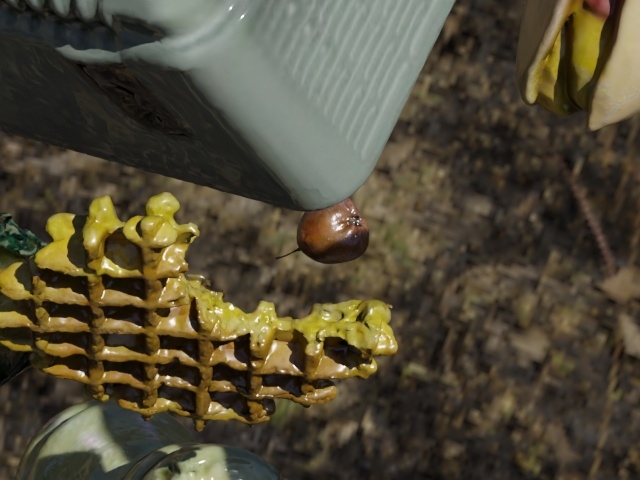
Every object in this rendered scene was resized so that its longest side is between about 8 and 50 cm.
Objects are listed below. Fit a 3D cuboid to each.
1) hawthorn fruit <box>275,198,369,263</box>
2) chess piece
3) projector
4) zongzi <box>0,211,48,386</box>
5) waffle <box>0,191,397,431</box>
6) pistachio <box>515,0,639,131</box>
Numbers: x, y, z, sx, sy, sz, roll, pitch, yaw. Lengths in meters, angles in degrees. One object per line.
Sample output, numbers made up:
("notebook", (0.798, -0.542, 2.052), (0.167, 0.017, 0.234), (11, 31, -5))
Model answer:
("hawthorn fruit", (0.000, 0.000, 1.659), (0.067, 0.103, 0.066), (26, 48, -33))
("chess piece", (-0.174, 0.288, 1.816), (0.234, 0.234, 0.442), (1, -3, -22))
("projector", (-0.034, -0.152, 0.452), (0.192, 0.099, 0.256), (15, 72, 34))
("zongzi", (-0.424, 0.094, 1.547), (0.383, 0.362, 0.319), (25, 9, 13))
("waffle", (-0.112, 0.062, 1.344), (0.293, 0.260, 0.069), (31, 48, -34))
("pistachio", (0.191, -0.166, 1.075), (0.117, 0.200, 0.145), (15, 11, 13))
